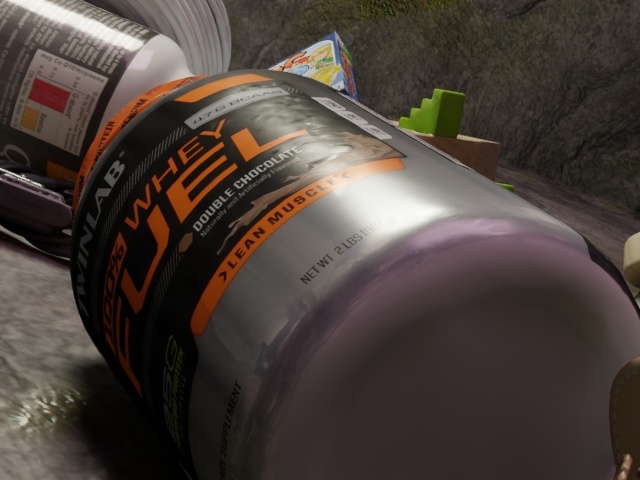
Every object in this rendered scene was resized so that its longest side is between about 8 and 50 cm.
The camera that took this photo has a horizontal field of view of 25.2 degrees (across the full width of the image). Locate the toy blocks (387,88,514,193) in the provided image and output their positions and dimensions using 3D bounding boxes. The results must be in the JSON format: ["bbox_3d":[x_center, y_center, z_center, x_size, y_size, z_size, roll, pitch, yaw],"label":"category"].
[{"bbox_3d":[0.008,-0.091,1.567,0.261,0.191,0.381,15,8,35],"label":"toy blocks"}]

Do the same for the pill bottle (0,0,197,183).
[{"bbox_3d":[-0.209,-0.120,1.211,0.278,0.162,0.162,24,10,7],"label":"pill bottle"}]

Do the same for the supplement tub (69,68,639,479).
[{"bbox_3d":[-0.005,0.033,0.740,0.207,0.207,0.338,16,11,-31],"label":"supplement tub"}]

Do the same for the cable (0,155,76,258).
[{"bbox_3d":[-0.194,-0.019,1.088,0.184,0.047,0.150,19,5,-10],"label":"cable"}]

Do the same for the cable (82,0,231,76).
[{"bbox_3d":[-0.211,-0.192,1.323,0.257,0.257,0.089,-6,31,28],"label":"cable"}]

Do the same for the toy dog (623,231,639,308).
[{"bbox_3d":[0.420,0.111,1.391,0.333,0.220,0.161,30,-21,-1],"label":"toy dog"}]

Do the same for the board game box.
[{"bbox_3d":[-0.061,-0.113,1.355,0.035,0.201,0.136,57,13,-27],"label":"board game box"}]

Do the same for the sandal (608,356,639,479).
[{"bbox_3d":[0.130,0.154,0.526,0.079,0.088,0.240,-4,63,-23],"label":"sandal"}]
